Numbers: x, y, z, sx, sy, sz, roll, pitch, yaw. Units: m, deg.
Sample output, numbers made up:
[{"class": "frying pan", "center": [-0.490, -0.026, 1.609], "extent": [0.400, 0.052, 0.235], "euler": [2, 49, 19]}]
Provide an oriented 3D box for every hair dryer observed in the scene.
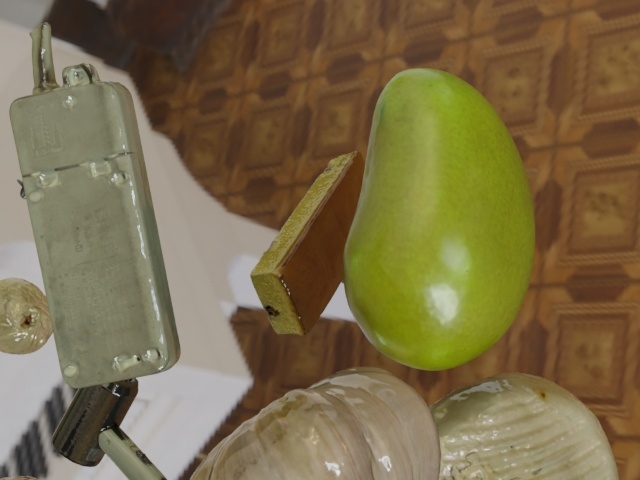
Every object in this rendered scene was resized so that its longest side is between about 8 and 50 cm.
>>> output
[{"class": "hair dryer", "center": [-0.184, 0.215, 1.294], "extent": [0.197, 0.057, 0.100], "euler": [41, 108, 31]}]

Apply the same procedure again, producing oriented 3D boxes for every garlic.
[{"class": "garlic", "center": [-0.004, 0.198, 1.027], "extent": [0.152, 0.228, 0.228], "euler": [51, 121, 12]}]

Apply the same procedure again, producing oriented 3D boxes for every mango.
[{"class": "mango", "center": [0.115, -0.016, 1.186], "extent": [0.149, 0.185, 0.273], "euler": [-10, 62, 51]}]

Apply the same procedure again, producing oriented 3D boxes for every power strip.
[{"class": "power strip", "center": [-0.183, -0.031, 1.030], "extent": [0.093, 0.053, 0.288], "euler": [-10, 91, 8]}]

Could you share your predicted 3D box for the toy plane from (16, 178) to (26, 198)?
[{"class": "toy plane", "center": [-0.360, -0.087, 1.676], "extent": [0.083, 0.031, 0.078], "euler": [-42, 11, 8]}]

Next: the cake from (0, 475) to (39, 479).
[{"class": "cake", "center": [-0.379, 0.434, 1.308], "extent": [0.332, 0.332, 0.321], "euler": [-19, 92, 47]}]

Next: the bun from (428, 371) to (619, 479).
[{"class": "bun", "center": [0.163, 0.262, 1.243], "extent": [0.168, 0.272, 0.273], "euler": [-17, 63, 64]}]

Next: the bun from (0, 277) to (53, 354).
[{"class": "bun", "center": [-0.432, 0.108, 1.874], "extent": [0.069, 0.115, 0.115], "euler": [-16, 65, 43]}]

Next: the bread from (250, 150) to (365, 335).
[{"class": "bread", "center": [0.000, 0.000, 1.409], "extent": [0.049, 0.088, 0.226], "euler": [-5, 33, 33]}]

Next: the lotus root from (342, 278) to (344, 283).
[{"class": "lotus root", "center": [0.095, -0.003, 1.580], "extent": [0.203, 0.183, 0.078], "euler": [-42, 55, 16]}]
